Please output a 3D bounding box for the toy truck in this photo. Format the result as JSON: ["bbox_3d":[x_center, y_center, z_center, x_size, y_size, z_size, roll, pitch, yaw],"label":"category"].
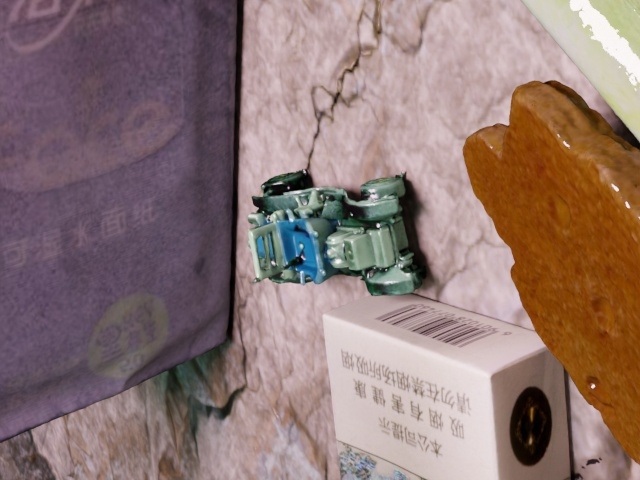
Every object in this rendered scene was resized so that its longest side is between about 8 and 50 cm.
[{"bbox_3d":[-0.001,0.000,1.123,0.154,0.078,0.080,5,111,53],"label":"toy truck"}]

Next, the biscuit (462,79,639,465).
[{"bbox_3d":[0.164,0.026,0.898,0.290,0.041,0.208,54,161,42],"label":"biscuit"}]

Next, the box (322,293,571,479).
[{"bbox_3d":[0.087,0.175,1.092,0.164,0.069,0.257,16,119,50],"label":"box"}]

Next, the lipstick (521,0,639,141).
[{"bbox_3d":[0.148,-0.127,0.858,0.304,0.076,0.076,56,143,22],"label":"lipstick"}]

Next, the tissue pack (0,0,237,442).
[{"bbox_3d":[-0.200,-0.065,1.185,0.124,0.288,0.394,30,128,41],"label":"tissue pack"}]
